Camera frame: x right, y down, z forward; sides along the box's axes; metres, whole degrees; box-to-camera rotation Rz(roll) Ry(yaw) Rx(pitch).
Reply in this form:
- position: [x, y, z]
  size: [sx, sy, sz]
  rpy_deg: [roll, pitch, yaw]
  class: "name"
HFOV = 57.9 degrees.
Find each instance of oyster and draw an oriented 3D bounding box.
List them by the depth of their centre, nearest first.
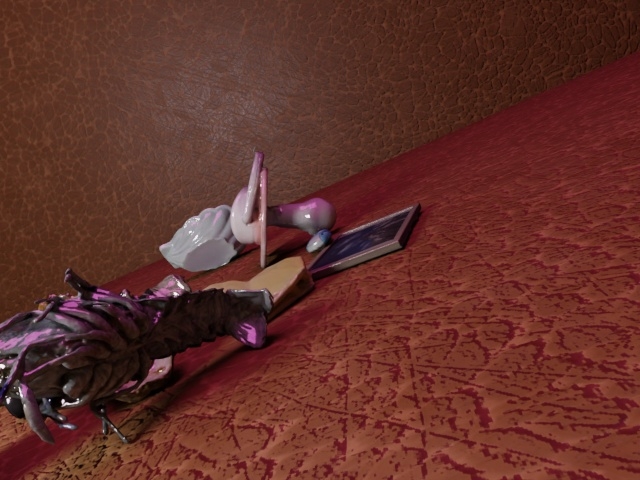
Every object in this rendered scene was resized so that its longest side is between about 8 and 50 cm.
- position: [-0.339, 0.151, 0.892]
  size: [0.345, 0.078, 0.128]
  rpy_deg: [18, 57, 38]
  class: "oyster"

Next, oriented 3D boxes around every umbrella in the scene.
- position: [-0.373, 0.185, 0.994]
  size: [0.358, 0.113, 0.106]
  rpy_deg: [-31, -17, -13]
  class: "umbrella"

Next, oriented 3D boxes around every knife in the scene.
- position: [0.000, 0.000, 1.291]
  size: [0.064, 0.031, 0.222]
  rpy_deg: [-38, 3, 4]
  class: "knife"

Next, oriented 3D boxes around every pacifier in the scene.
- position: [-0.117, -0.063, 1.434]
  size: [0.220, 0.273, 0.332]
  rpy_deg: [-52, 9, 4]
  class: "pacifier"

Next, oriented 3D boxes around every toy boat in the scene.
- position: [-0.332, 0.012, 1.740]
  size: [0.290, 0.199, 0.100]
  rpy_deg: [-24, 42, 5]
  class: "toy boat"

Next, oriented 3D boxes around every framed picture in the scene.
- position: [0.085, 0.002, 1.118]
  size: [0.209, 0.019, 0.281]
  rpy_deg: [-21, 10, 20]
  class: "framed picture"

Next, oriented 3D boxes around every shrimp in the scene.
- position: [-0.244, 0.128, 0.687]
  size: [0.166, 0.221, 0.411]
  rpy_deg: [14, 18, 38]
  class: "shrimp"

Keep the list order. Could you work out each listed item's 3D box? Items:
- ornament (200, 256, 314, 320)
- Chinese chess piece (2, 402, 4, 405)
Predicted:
- position: [-0.107, 0.100, 0.947]
  size: [0.201, 0.059, 0.180]
  rpy_deg: [-22, 20, 1]
  class: "ornament"
- position: [-0.614, 0.252, 1.244]
  size: [0.251, 0.097, 0.251]
  rpy_deg: [-24, 9, 4]
  class: "Chinese chess piece"
